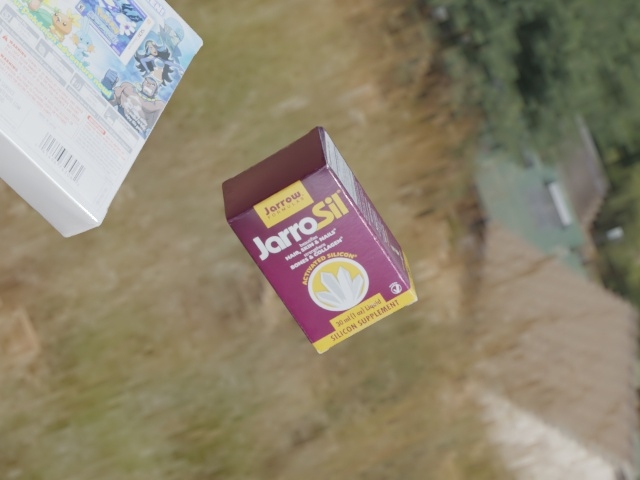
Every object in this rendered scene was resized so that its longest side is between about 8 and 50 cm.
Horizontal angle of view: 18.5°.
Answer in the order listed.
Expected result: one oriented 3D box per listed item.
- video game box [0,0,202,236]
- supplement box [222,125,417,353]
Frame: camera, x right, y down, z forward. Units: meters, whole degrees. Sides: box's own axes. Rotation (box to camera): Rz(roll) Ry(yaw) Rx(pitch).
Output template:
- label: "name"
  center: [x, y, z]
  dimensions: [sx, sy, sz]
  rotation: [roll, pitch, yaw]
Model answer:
- label: "video game box"
  center: [-0.192, -0.137, 1.322]
  dimensions: [0.205, 0.048, 0.187]
  rotation: [46, 51, -24]
- label: "supplement box"
  center: [0.000, 0.000, 0.890]
  dimensions: [0.083, 0.055, 0.043]
  rotation: [55, 12, -25]
